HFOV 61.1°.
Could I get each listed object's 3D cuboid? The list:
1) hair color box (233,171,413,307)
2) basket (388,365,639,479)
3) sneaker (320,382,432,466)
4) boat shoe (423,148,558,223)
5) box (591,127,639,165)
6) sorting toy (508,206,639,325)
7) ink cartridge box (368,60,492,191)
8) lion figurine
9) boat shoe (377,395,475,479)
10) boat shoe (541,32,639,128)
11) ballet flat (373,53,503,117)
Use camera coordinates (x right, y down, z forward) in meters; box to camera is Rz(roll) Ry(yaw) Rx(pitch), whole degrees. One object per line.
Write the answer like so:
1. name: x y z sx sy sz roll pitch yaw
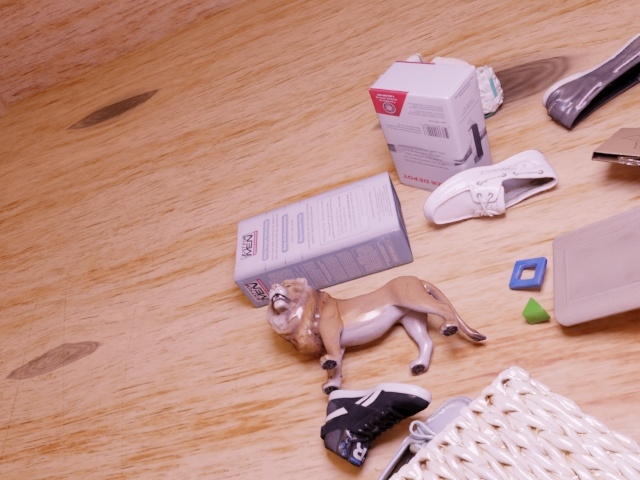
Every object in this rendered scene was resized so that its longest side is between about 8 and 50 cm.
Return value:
1. hair color box: 0.000 0.000 1.212 0.375 0.113 0.185 -17 45 13
2. basket: 0.259 0.366 0.582 0.266 0.331 0.328 -43 44 -15
3. sneaker: 0.088 0.307 0.887 0.217 0.079 0.121 -24 41 45
4. boat shoe: 0.351 -0.097 1.118 0.277 0.098 0.096 -25 43 5
5. box: 0.631 -0.178 1.029 0.164 0.021 0.201 16 33 39
6. sorting toy: 0.484 0.047 0.903 0.348 0.047 0.196 -27 31 38
7. ink cartridge box: 0.246 -0.238 1.180 0.197 0.273 0.114 20 59 40
8. lion figurine: 0.090 0.144 1.039 0.392 0.142 0.240 -10 38 2
9. boat shoe: 0.146 0.362 0.808 0.320 0.103 0.118 -45 45 -15
10. boat shoe: 0.660 -0.358 1.192 0.335 0.112 0.095 -30 61 9
11. ballet flat: 0.294 -0.427 1.428 0.409 0.147 0.147 23 65 42
